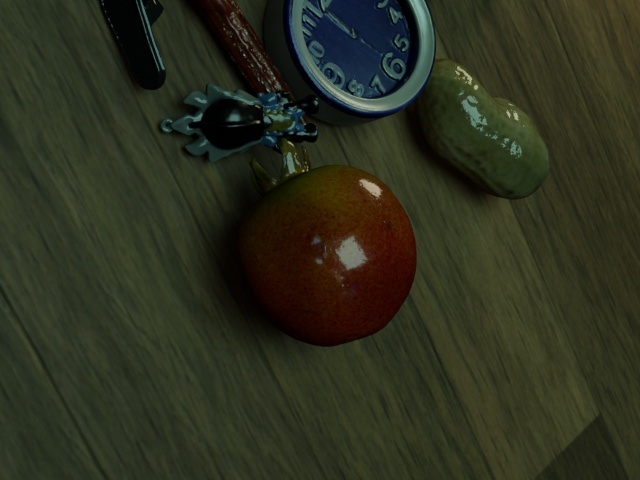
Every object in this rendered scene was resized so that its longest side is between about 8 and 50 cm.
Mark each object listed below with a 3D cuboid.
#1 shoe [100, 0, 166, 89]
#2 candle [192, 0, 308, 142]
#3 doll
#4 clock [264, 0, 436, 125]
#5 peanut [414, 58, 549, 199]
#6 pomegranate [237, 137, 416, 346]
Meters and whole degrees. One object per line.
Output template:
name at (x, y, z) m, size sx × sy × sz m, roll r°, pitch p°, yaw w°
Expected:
shoe at (-0.209, -0.255, 1.193) m, size 0.053 × 0.062 × 0.159 m, roll -24°, pitch 99°, yaw -48°
candle at (-0.108, -0.257, 1.269) m, size 0.051 × 0.048 × 0.329 m, roll -47°, pitch 112°, yaw -38°
doll at (-0.098, -0.145, 1.243) m, size 0.195 × 0.070 × 0.096 m, roll -5°, pitch 106°, yaw -17°
clock at (0.040, -0.269, 1.348) m, size 0.230 × 0.083 × 0.230 m, roll 4°, pitch 82°, yaw -28°
peanut at (0.223, -0.158, 1.456) m, size 0.253 × 0.122 × 0.137 m, roll 34°, pitch 50°, yaw -24°
pomegranate at (0.000, 0.000, 1.220) m, size 0.221 × 0.221 × 0.257 m, roll -24°, pitch 83°, yaw -35°
